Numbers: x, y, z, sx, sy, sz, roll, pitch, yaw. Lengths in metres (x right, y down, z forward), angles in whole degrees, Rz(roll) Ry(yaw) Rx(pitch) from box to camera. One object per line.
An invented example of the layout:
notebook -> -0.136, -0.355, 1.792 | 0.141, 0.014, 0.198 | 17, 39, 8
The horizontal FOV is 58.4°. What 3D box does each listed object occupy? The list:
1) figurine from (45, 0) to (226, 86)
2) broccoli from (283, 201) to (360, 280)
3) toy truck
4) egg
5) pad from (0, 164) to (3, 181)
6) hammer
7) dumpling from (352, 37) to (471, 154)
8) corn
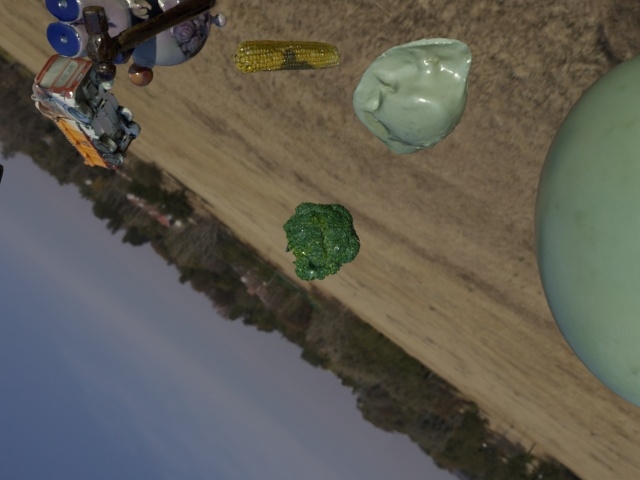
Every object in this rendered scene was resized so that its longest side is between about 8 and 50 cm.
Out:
figurine -> -0.254, -0.323, 0.807 | 0.133, 0.193, 0.274 | 15, -175, 16
broccoli -> 0.000, 0.000, 1.332 | 0.195, 0.195, 0.156 | 36, 143, 4
toy truck -> -0.457, -0.247, 1.138 | 0.135, 0.114, 0.270 | 17, 158, 10
egg -> 0.366, -0.015, 0.590 | 0.276, 0.388, 0.276 | 5, 166, 1
pad -> -0.480, -0.125, 0.654 | 0.243, 0.004, 0.163 | 41, -172, -37
hammer -> -0.155, -0.216, 0.557 | 0.021, 0.178, 0.065 | 20, 135, 24
dumpling -> 0.135, -0.191, 0.817 | 0.219, 0.153, 0.108 | 106, 154, -52
corn -> -0.101, -0.537, 1.671 | 0.320, 0.096, 0.097 | -4, 179, -9
